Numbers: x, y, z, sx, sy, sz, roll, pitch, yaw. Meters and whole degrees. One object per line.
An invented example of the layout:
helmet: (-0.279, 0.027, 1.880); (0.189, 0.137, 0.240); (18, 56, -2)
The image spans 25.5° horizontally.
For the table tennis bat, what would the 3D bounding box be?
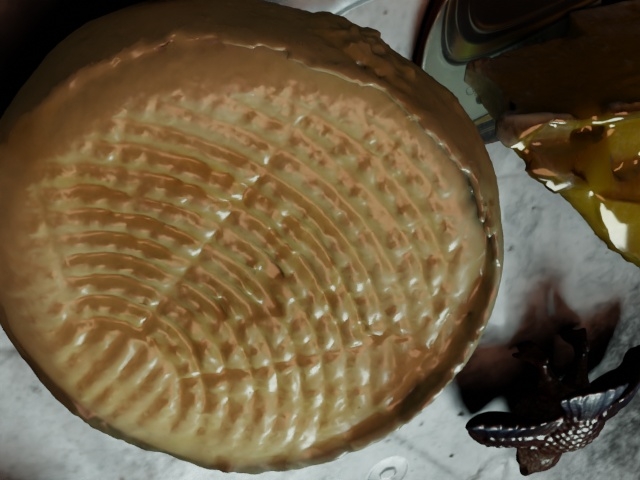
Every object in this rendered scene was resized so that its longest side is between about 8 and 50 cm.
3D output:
table tennis bat: (0.167, -0.208, 1.161); (0.173, 0.022, 0.301); (-6, 129, -28)

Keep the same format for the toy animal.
toy animal: (0.243, 0.186, 1.442); (0.218, 0.116, 0.179); (-20, 131, -24)

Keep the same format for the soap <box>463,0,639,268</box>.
soap: (0.254, -0.026, 1.240); (0.304, 0.169, 0.339); (-15, 133, -18)

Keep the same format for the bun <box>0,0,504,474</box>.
bun: (-0.055, -0.018, 1.010); (0.364, 0.202, 0.364); (0, 121, 0)
